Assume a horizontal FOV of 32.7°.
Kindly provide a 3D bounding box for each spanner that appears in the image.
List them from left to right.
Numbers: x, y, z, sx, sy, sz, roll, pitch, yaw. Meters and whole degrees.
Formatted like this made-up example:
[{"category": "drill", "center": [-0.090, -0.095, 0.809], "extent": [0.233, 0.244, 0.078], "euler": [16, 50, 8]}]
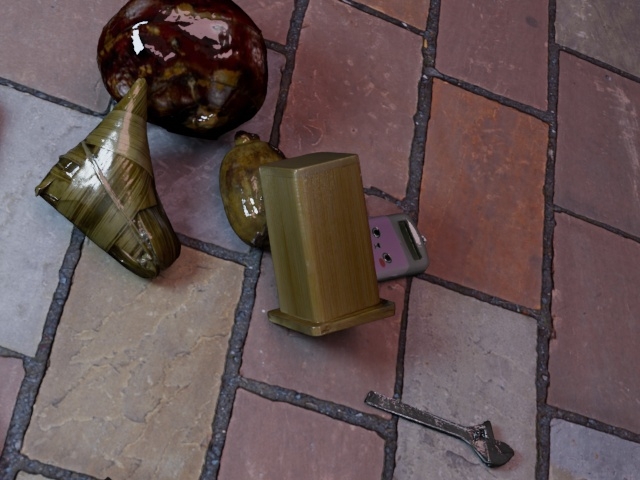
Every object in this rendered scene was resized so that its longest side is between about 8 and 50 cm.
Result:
[{"category": "spanner", "center": [0.233, 0.361, 2.122], "extent": [0.325, 0.026, 0.093], "euler": [22, 57, -11]}]

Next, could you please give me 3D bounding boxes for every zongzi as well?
[{"category": "zongzi", "center": [-0.326, -0.110, 1.985], "extent": [0.286, 0.134, 0.288], "euler": [41, 94, -6]}]

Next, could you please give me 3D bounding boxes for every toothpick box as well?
[{"category": "toothpick box", "center": [0.000, 0.000, 2.030], "extent": [0.190, 0.187, 0.308], "euler": [-14, 103, -28]}]

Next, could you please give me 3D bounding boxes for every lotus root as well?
[{"category": "lotus root", "center": [-0.127, -0.108, 2.149], "extent": [0.145, 0.128, 0.260], "euler": [-6, 64, -17]}]

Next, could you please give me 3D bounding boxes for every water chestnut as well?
[{"category": "water chestnut", "center": [-0.263, -0.377, 2.111], "extent": [0.335, 0.335, 0.347], "euler": [9, 75, -21]}]

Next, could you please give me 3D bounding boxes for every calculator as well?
[{"category": "calculator", "center": [0.119, 0.017, 2.247], "extent": [0.246, 0.045, 0.141], "euler": [-9, 68, -30]}]

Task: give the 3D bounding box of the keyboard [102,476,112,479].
[{"category": "keyboard", "center": [-0.311, 0.481, 1.799], "extent": [0.195, 0.018, 0.060], "euler": [49, 47, 6]}]
